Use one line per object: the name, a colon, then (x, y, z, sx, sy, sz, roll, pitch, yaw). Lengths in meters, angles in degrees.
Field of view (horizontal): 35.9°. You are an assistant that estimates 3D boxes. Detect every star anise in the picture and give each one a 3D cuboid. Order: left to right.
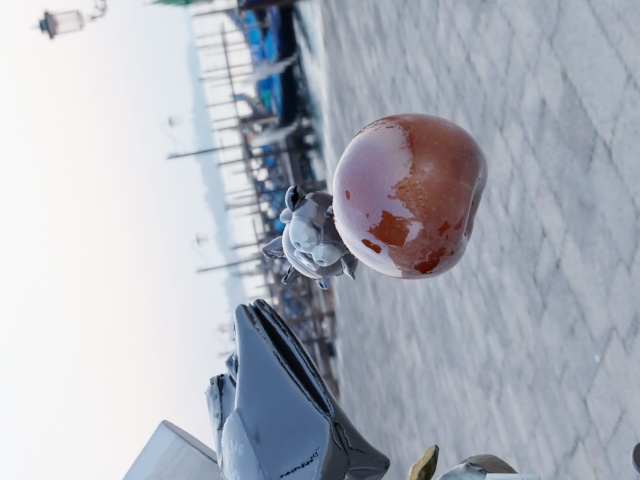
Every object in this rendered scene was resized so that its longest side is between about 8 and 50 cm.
star anise: (0.002, 0.004, 2.268, 0.283, 0.212, 0.129, -55, -10, -30)

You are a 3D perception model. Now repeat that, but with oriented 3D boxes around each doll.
doll: (-0.004, -0.006, 1.783, 0.182, 0.117, 0.257, 36, 163, 0)

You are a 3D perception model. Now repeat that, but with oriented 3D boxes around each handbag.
handbag: (-0.062, 0.253, 1.293, 0.288, 0.152, 0.342, 60, 147, 28)

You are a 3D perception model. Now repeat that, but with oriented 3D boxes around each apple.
apple: (0.137, -0.076, 1.513, 0.260, 0.216, 0.260, 19, -90, -75)

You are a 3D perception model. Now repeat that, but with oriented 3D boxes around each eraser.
eraser: (-0.289, 0.483, 1.779, 0.174, 0.270, 0.095, 33, 174, 7)

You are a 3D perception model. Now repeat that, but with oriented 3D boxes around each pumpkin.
pumpkin: (0.177, 0.409, 1.742, 0.101, 0.035, 0.073, -58, -30, -21)

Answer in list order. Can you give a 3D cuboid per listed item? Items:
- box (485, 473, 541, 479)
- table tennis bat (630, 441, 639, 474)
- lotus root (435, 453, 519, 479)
box: (0.312, 0.427, 1.523, 0.040, 0.084, 0.154, -54, -49, -49)
table tennis bat: (0.626, 0.390, 1.811, 0.170, 0.107, 0.119, -43, -36, -45)
lotus root: (0.331, 0.583, 1.782, 0.375, 0.111, 0.391, -28, 73, 50)
